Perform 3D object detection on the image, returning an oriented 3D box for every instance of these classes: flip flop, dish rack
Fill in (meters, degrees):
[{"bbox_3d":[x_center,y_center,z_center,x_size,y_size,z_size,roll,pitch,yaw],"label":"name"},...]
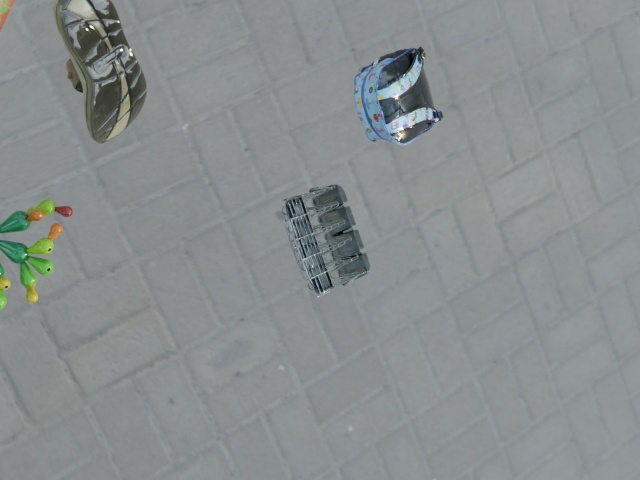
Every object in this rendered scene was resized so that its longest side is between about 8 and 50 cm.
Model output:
[{"bbox_3d":[-0.336,-0.263,1.291,0.112,0.080,0.277,-42,147,-24],"label":"flip flop"},{"bbox_3d":[0.000,0.000,1.653,0.271,0.074,0.208,-22,91,-63],"label":"dish rack"}]

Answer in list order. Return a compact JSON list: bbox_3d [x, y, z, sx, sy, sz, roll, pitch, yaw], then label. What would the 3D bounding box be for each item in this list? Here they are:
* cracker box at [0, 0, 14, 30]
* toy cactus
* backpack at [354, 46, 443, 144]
[{"bbox_3d":[-0.585,-0.373,1.311,0.232,0.067,0.155,46,58,-58],"label":"cracker box"},{"bbox_3d":[-0.557,0.008,1.555,0.180,0.112,0.219,27,84,-11],"label":"toy cactus"},{"bbox_3d":[0.120,-0.241,1.527,0.173,0.117,0.158,-40,118,-48],"label":"backpack"}]
